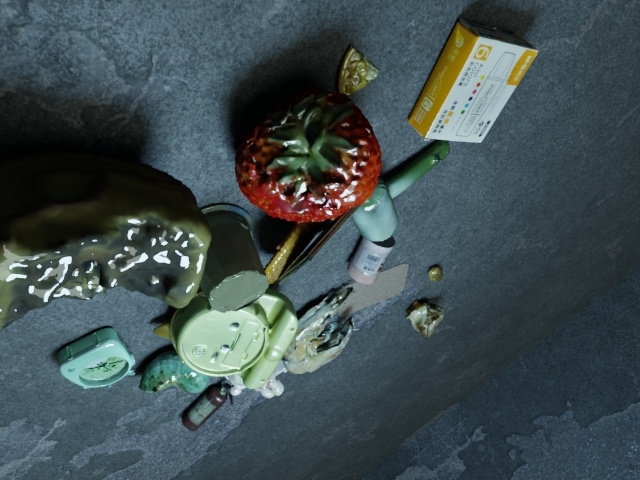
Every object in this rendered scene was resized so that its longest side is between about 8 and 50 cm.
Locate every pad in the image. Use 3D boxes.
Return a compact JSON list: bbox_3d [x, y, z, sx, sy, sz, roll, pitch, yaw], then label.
[{"bbox_3d":[0.180,0.171,1.863,0.266,0.002,0.176,-20,141,-17],"label":"pad"}]

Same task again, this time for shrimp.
[{"bbox_3d":[0.015,0.296,1.778,0.247,0.085,0.360,24,105,-39],"label":"shrimp"}]

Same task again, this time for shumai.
[{"bbox_3d":[0.379,0.289,2.050,0.116,0.145,0.145,23,118,-26],"label":"shumai"}]

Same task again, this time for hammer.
[{"bbox_3d":[0.222,-0.152,1.463,0.336,0.119,0.206,-38,145,-3],"label":"hammer"}]

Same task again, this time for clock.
[{"bbox_3d":[-0.260,0.248,1.476,0.349,0.117,0.286,19,113,-25],"label":"clock"},{"bbox_3d":[-0.578,0.327,1.443,0.159,0.066,0.210,-26,143,-9],"label":"clock"}]

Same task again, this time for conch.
[{"bbox_3d":[-0.412,0.384,1.583,0.176,0.121,0.188,-30,146,33],"label":"conch"}]

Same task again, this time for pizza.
[{"bbox_3d":[0.088,-0.366,1.186,0.109,0.026,0.123,-15,139,-26],"label":"pizza"}]

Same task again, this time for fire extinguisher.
[{"bbox_3d":[-0.363,0.553,1.820,0.231,0.099,0.071,-44,146,16],"label":"fire extinguisher"}]

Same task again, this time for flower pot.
[{"bbox_3d":[-0.225,0.058,1.293,0.212,0.202,0.212,-20,145,-15],"label":"flower pot"}]

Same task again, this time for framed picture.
[{"bbox_3d":[0.000,0.000,1.348,0.231,0.018,0.293,-47,-177,-24],"label":"framed picture"}]

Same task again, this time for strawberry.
[{"bbox_3d":[-0.022,-0.166,1.179,0.312,0.267,0.351,-8,175,10],"label":"strawberry"}]

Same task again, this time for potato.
[{"bbox_3d":[0.410,0.121,1.942,0.051,0.040,0.083,-40,144,0],"label":"potato"}]

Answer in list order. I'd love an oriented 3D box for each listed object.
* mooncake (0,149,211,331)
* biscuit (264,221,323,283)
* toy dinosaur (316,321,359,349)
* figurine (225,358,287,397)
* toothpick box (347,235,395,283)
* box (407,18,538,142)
[{"bbox_3d":[-0.409,0.010,0.944,0.393,0.394,0.246,24,121,-2],"label":"mooncake"},{"bbox_3d":[-0.067,0.010,1.386,0.254,0.035,0.254,-51,174,-8],"label":"biscuit"},{"bbox_3d":[0.018,0.353,1.909,0.242,0.053,0.167,-9,138,-29],"label":"toy dinosaur"},{"bbox_3d":[-0.214,0.410,1.752,0.182,0.144,0.256,-18,148,15],"label":"figurine"},{"bbox_3d":[0.149,0.045,1.623,0.098,0.098,0.149,-4,133,-32],"label":"toothpick box"},{"bbox_3d":[0.364,-0.375,1.318,0.221,0.091,0.273,-6,136,-32],"label":"box"}]
